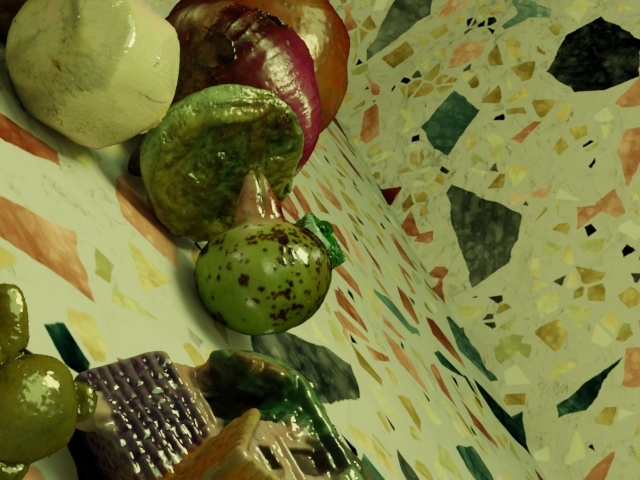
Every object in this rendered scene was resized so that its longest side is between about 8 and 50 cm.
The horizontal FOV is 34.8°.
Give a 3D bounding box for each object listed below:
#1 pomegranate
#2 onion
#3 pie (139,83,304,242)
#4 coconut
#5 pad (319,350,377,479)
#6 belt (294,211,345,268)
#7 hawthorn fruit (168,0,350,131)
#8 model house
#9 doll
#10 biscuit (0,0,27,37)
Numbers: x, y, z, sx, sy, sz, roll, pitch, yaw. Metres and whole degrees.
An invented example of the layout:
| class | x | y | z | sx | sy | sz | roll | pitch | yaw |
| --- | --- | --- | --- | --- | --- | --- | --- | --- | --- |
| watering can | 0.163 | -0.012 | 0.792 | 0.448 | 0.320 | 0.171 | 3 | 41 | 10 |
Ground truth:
| class | x | y | z | sx | sy | sz | roll | pitch | yaw |
| --- | --- | --- | --- | --- | --- | --- | --- | --- | --- |
| pomegranate | -0.090 | 0.018 | 1.542 | 0.214 | 0.214 | 0.248 | 2 | 80 | -75 |
| onion | -0.188 | -0.207 | 1.713 | 0.348 | 0.347 | 0.385 | 52 | 46 | -10 |
| pie | -0.151 | -0.112 | 1.577 | 0.277 | 0.277 | 0.078 | 45 | 2 | -38 |
| coconut | -0.307 | -0.243 | 1.438 | 0.230 | 0.227 | 0.227 | 24 | 32 | -54 |
| pad | 0.033 | 0.333 | 1.544 | 0.250 | 0.055 | 0.323 | -102 | 171 | -62 |
| belt | 0.000 | 0.000 | 2.297 | 0.151 | 0.079 | 0.121 | 45 | 15 | -34 |
| hawthorn fruit | -0.149 | -0.371 | 2.100 | 0.403 | 0.402 | 0.403 | 51 | 12 | -15 |
| model house | -0.111 | 0.209 | 0.967 | 0.237 | 0.202 | 0.237 | 59 | 12 | 22 |
| doll | -0.294 | 0.105 | 0.852 | 0.209 | 0.097 | 0.137 | 46 | 51 | -4 |
| biscuit | -0.465 | -0.450 | 1.544 | 0.343 | 0.166 | 0.395 | 56 | 13 | 21 |
